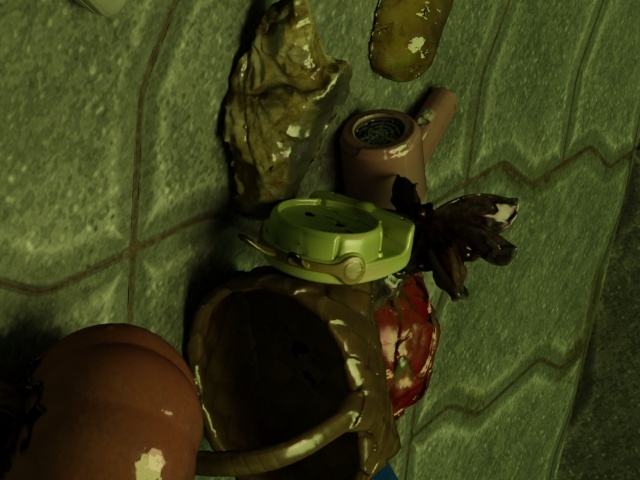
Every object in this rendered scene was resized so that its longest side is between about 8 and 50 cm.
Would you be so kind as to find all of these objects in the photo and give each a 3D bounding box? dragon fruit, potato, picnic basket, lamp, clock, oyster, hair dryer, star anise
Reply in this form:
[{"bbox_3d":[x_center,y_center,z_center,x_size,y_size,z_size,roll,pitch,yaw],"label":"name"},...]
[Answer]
[{"bbox_3d":[0.054,0.129,2.092,0.244,0.244,0.299,-6,87,-61],"label":"dragon fruit"},{"bbox_3d":[0.148,-0.333,2.147,0.164,0.081,0.200,24,82,-62],"label":"potato"},{"bbox_3d":[-0.072,0.215,1.829,0.337,0.293,0.337,-2,92,-57],"label":"picnic basket"},{"bbox_3d":[-0.261,0.231,1.534,0.305,0.239,0.305,-55,-156,39],"label":"lamp"},{"bbox_3d":[0.000,0.000,1.827,0.232,0.170,0.069,-18,123,-53],"label":"clock"},{"bbox_3d":[-0.042,-0.160,1.850,0.166,0.110,0.341,-13,130,-53],"label":"oyster"},{"bbox_3d":[0.137,-0.153,2.225,0.352,0.125,0.210,-59,151,-44],"label":"hair dryer"},{"bbox_3d":[0.154,-0.001,1.959,0.212,0.282,0.129,-50,128,-39],"label":"star anise"}]

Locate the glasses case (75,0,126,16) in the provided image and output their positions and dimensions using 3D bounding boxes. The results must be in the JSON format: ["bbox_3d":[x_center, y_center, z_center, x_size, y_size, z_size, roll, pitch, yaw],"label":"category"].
[{"bbox_3d":[-0.247,-0.292,1.447,0.074,0.049,0.193,-68,154,-9],"label":"glasses case"}]

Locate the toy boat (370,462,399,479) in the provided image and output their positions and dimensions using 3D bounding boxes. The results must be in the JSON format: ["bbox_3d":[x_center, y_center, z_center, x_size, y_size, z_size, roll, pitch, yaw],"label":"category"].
[{"bbox_3d":[0.040,0.364,2.376,0.129,0.088,0.295,-58,139,-25],"label":"toy boat"}]
